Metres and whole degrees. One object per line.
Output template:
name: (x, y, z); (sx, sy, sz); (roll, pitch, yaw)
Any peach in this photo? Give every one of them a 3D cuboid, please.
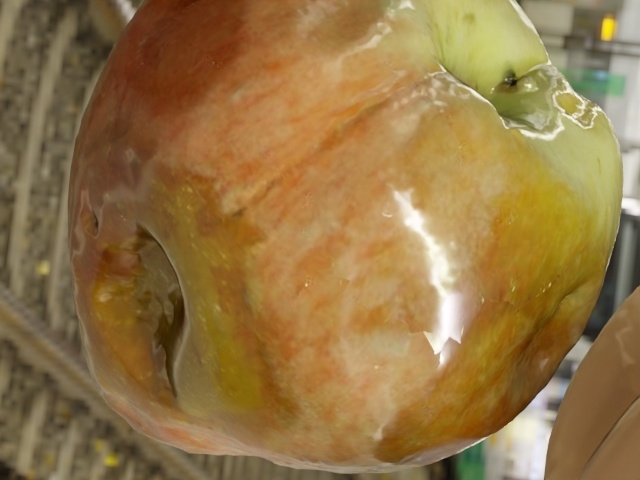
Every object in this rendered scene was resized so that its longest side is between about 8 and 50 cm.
peach: (0.000, 0.000, 0.719); (0.235, 0.214, 0.214); (-49, -166, 35)

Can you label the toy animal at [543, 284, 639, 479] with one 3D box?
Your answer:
toy animal: (0.211, 0.133, 0.712); (0.345, 0.278, 0.246); (-49, 166, -40)
